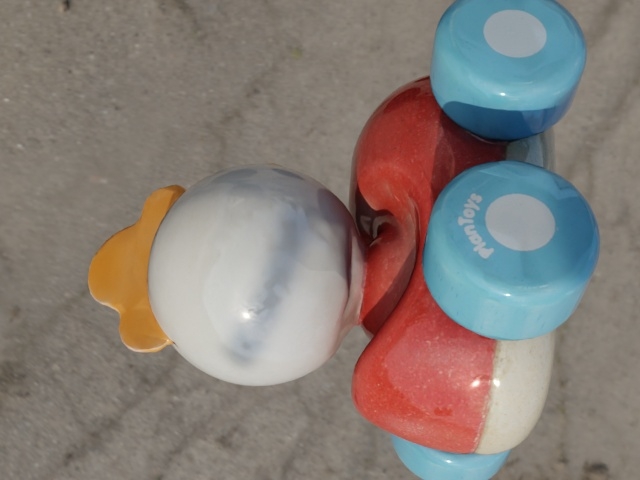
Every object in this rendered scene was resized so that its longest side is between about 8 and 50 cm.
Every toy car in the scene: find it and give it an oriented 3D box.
[{"bbox_3d":[0.000,0.000,0.565,0.238,0.219,0.210,5,58,1],"label":"toy car"}]
